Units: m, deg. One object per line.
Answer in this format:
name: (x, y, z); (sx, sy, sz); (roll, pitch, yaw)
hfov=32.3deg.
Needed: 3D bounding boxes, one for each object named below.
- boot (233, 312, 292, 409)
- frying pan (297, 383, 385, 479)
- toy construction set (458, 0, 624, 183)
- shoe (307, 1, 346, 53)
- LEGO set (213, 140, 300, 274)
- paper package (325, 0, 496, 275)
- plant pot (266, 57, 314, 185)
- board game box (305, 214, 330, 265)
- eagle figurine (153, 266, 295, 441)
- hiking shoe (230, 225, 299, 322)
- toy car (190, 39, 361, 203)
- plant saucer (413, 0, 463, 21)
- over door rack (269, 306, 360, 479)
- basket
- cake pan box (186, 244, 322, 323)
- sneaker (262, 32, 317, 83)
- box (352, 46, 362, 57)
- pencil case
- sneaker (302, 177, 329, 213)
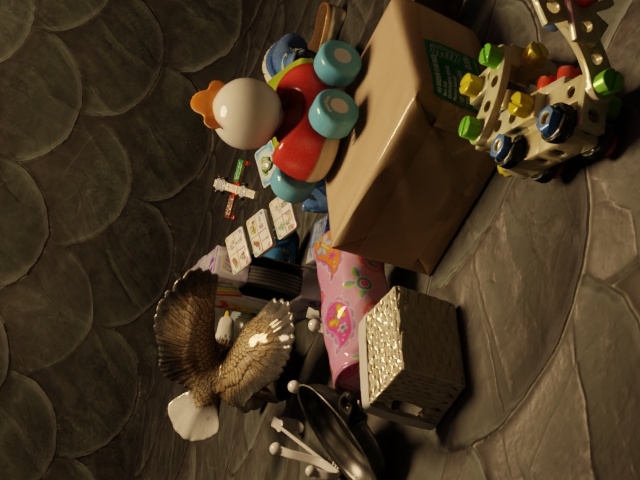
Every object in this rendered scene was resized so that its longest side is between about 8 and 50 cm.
boot: (-0.117, 0.280, 2.234); (0.161, 0.083, 0.246); (42, 141, 45)
frying pan: (0.024, 0.247, 1.593); (0.197, 0.053, 0.326); (43, 156, 37)
toy construction set: (0.274, -0.192, 1.336); (0.327, 0.151, 0.215); (120, 163, -71)
shoe: (0.005, -0.459, 2.645); (0.076, 0.058, 0.219); (46, 125, 49)
LEGO set: (-0.115, -0.082, 2.017); (0.182, 0.060, 0.244); (-37, 57, 35)
paper package: (0.135, -0.163, 1.706); (0.324, 0.168, 0.309); (-94, 26, -53)
plant pot: (0.016, -0.194, 2.044); (0.227, 0.228, 0.207); (166, 114, -70)
board game box: (0.000, 0.000, 2.253); (0.090, 0.020, 0.090); (146, 138, -67)
eagle figurine: (-0.185, 0.208, 2.040); (0.225, 0.226, 0.298); (62, 157, 26)
hiking shoe: (-0.100, 0.116, 2.370); (0.132, 0.113, 0.304); (35, 110, 50)
toy car: (-0.085, -0.210, 1.752); (0.219, 0.238, 0.210); (126, 155, -50)
plant saucer: (0.166, -0.366, 1.834); (0.029, 0.168, 0.168); (47, 129, 24)
over door rack: (-0.015, 0.252, 1.902); (0.324, 0.108, 0.239); (-156, 83, -74)
basket: (0.125, 0.157, 1.519); (0.167, 0.113, 0.103); (-92, 26, -46)
cake pan box: (-0.121, 0.090, 2.166); (0.267, 0.246, 0.070); (147, 133, -65)
sneaker: (-0.038, -0.356, 2.383); (0.147, 0.130, 0.330); (-46, 30, 29)
box: (0.031, -0.298, 2.372); (0.183, 0.059, 0.232); (-118, 47, -69)
pencil case: (0.060, 0.110, 1.713); (0.124, 0.124, 0.284); (122, 149, -42)
sneaker: (0.021, -0.076, 1.918); (0.069, 0.209, 0.082); (-84, 20, -63)
